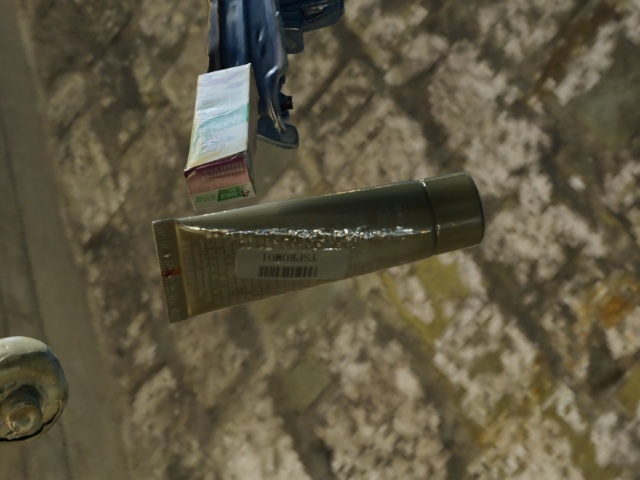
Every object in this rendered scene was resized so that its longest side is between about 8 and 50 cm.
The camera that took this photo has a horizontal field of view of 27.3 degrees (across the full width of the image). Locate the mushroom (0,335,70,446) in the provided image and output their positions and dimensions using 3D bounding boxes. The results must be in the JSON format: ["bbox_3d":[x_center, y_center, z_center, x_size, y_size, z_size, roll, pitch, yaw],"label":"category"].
[{"bbox_3d":[-0.386,0.197,1.646,0.154,0.154,0.122,26,14,-41],"label":"mushroom"}]

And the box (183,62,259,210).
[{"bbox_3d":[-0.075,-0.085,1.037,0.207,0.050,0.041,-94,171,-64],"label":"box"}]

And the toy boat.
[{"bbox_3d":[-0.045,-0.227,1.358,0.129,0.142,0.309,87,1,-63],"label":"toy boat"}]

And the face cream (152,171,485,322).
[{"bbox_3d":[0.000,0.000,1.377,0.341,0.137,0.084,-12,41,-10],"label":"face cream"}]
